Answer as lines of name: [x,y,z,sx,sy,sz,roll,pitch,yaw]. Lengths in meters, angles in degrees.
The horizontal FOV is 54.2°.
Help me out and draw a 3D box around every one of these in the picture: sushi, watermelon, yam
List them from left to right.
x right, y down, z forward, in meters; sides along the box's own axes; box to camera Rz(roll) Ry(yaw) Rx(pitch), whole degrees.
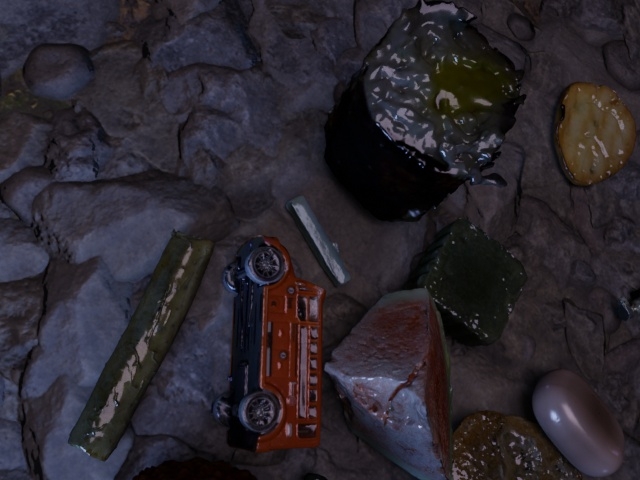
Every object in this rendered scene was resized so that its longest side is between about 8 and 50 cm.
yam: [-0.270,0.154,0.973,0.083,0.083,0.371,25,72,-10]
watermelon: [0.141,0.234,0.998,0.232,0.193,0.310,4,94,-51]
sushi: [0.165,-0.202,1.075,0.281,0.294,0.299,24,72,-10]

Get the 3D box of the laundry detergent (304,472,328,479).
laundry detergent: [-0.032,0.480,0.973,0.099,0.070,0.225,17,72,-4]

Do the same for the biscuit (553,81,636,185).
biscuit: [0.586,-0.229,1.352,0.203,0.041,0.260,30,71,-12]

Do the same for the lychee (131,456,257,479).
lychee: [-0.176,0.439,0.839,0.305,0.275,0.275,5,74,10]

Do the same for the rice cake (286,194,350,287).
rice cake: [0.000,0.000,1.116,0.042,0.030,0.180,-30,89,-25]

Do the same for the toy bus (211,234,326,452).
toy bus: [-0.075,0.161,1.000,0.153,0.143,0.329,7,74,-26]

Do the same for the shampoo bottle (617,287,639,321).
shampoo bottle: [0.699,0.113,1.294,0.208,0.057,0.063,-19,84,-21]

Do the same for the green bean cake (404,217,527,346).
green bean cake: [0.268,0.078,1.148,0.183,0.094,0.185,36,69,-6]

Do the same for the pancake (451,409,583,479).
pancake: [0.321,0.486,1.062,0.387,0.082,0.386,10,65,-23]

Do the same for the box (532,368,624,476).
box: [0.470,0.330,1.139,0.200,0.088,0.146,50,37,1]
